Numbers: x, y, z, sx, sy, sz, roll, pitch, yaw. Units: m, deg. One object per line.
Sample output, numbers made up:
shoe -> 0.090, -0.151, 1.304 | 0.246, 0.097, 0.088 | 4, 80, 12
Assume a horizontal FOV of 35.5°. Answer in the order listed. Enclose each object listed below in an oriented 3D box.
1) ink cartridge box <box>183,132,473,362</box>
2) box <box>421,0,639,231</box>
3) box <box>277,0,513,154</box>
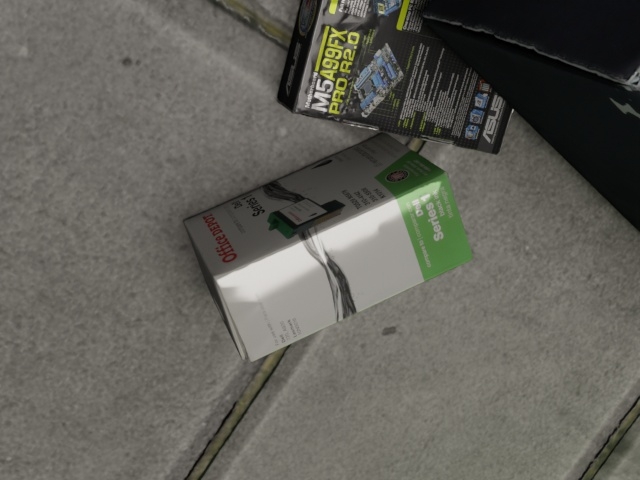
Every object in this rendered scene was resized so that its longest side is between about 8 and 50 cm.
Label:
ink cartridge box -> 0.000, 0.000, 0.905 | 0.219, 0.160, 0.092 | -24, 114, -9
box -> 0.438, -0.213, 0.858 | 0.480, 0.297, 0.472 | 36, 91, -33
box -> 0.098, -0.229, 0.907 | 0.216, 0.060, 0.270 | 9, 107, -20
